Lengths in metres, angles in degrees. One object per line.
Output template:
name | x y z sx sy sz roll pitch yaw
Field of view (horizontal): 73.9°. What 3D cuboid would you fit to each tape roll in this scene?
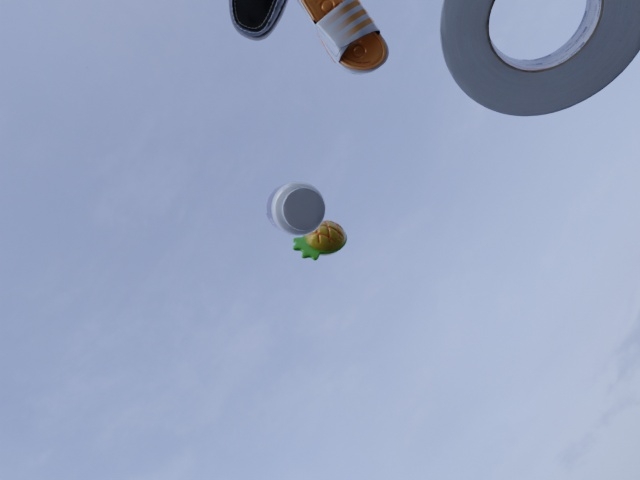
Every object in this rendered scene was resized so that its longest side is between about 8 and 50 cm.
tape roll | 0.254 -0.263 0.495 0.219 0.072 0.219 9 -56 14

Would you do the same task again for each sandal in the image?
sandal | 0.024 -0.432 0.806 0.102 0.076 0.265 -39 -93 5

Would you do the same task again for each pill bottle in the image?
pill bottle | -0.051 -0.065 0.862 0.108 0.193 0.108 -1 -85 -13

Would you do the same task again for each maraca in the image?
maraca | 0.000 0.000 1.310 0.185 0.127 0.099 -29 -37 -33

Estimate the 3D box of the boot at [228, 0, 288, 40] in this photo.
boot | -0.108 -0.596 0.784 0.138 0.284 0.377 20 -79 -4
